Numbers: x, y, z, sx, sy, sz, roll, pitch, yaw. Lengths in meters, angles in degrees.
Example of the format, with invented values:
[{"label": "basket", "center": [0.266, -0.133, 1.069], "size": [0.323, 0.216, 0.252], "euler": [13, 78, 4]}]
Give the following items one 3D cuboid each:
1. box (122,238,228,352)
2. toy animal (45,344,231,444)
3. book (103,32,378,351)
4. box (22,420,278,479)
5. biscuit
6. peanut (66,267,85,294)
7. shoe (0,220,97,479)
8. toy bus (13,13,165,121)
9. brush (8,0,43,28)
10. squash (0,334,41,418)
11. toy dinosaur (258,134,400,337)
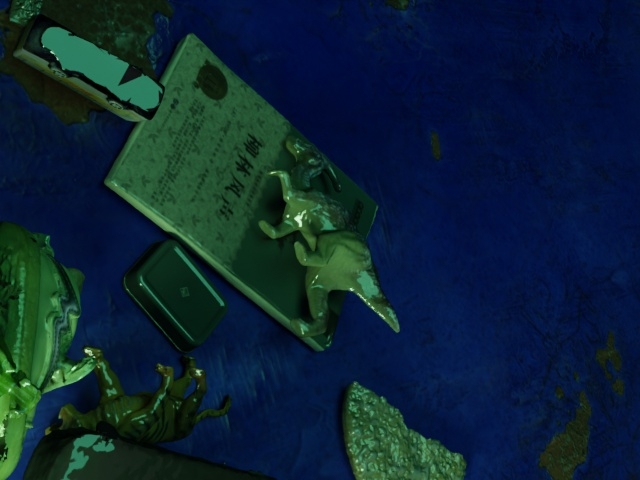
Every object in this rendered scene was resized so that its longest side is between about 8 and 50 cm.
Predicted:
[{"label": "box", "center": [-0.170, 0.065, 1.276], "size": [0.126, 0.031, 0.091], "euler": [52, 46, -15]}, {"label": "toy animal", "center": [-0.168, 0.189, 1.189], "size": [0.255, 0.114, 0.116], "euler": [14, 88, -53]}, {"label": "book", "center": [-0.086, -0.059, 1.402], "size": [0.379, 0.031, 0.264], "euler": [40, 52, -27]}, {"label": "box", "center": [-0.176, 0.381, 1.073], "size": [0.359, 0.091, 0.350], "euler": [26, 76, -36]}, {"label": "biscuit", "center": [0.109, 0.307, 1.459], "size": [0.250, 0.032, 0.133], "euler": [40, 53, -29]}, {"label": "peanut", "center": [-0.286, 0.060, 1.165], "size": [0.037, 0.037, 0.083], "euler": [56, 39, -13]}, {"label": "shoe", "center": [-0.305, 0.111, 1.052], "size": [0.128, 0.140, 0.262], "euler": [16, 69, -47]}, {"label": "toy bus", "center": [-0.269, -0.198, 1.244], "size": [0.172, 0.072, 0.057], "euler": [29, 73, -32]}, {"label": "brush", "center": [-0.336, -0.337, 1.264], "size": [0.034, 0.027, 0.190], "euler": [24, 59, -39]}, {"label": "squash", "center": [-0.409, 0.040, 0.943], "size": [0.379, 0.101, 0.101], "euler": [37, 50, -3]}, {"label": "toy dinosaur", "center": [0.004, -0.004, 1.392], "size": [0.162, 0.077, 0.294], "euler": [-14, 85, -46]}]
